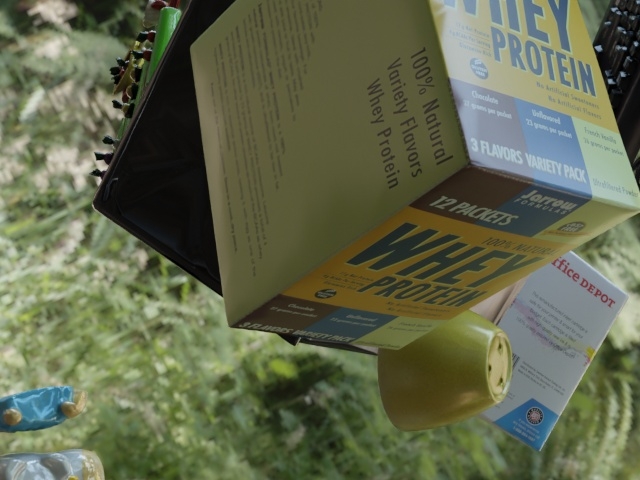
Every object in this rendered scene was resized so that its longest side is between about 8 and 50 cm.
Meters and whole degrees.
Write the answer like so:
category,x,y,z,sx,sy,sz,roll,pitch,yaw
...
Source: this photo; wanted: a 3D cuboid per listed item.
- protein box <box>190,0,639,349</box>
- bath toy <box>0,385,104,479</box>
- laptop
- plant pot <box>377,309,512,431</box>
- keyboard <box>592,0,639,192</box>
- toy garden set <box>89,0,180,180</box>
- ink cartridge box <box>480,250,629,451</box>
category,x,y,z,sx,sy,sz,roll,pitch,yaw
protein box,0.043,-0.069,0.674,0.201,0.136,0.200,-35,-125,42
bath toy,-0.289,0.326,1.172,0.129,0.151,0.348,-15,-107,45
laptop,0.053,-0.101,1.193,0.407,0.382,0.236,33,17,12
plant pot,0.126,0.116,1.103,0.134,0.095,0.134,5,84,-60
keyboard,0.245,-0.154,0.827,0.202,0.033,0.317,-101,-159,-51
toy garden set,-0.213,-0.186,1.327,0.244,0.049,0.204,125,-24,-53
ink cartridge box,0.277,0.130,1.734,0.198,0.270,0.197,34,-6,-25
